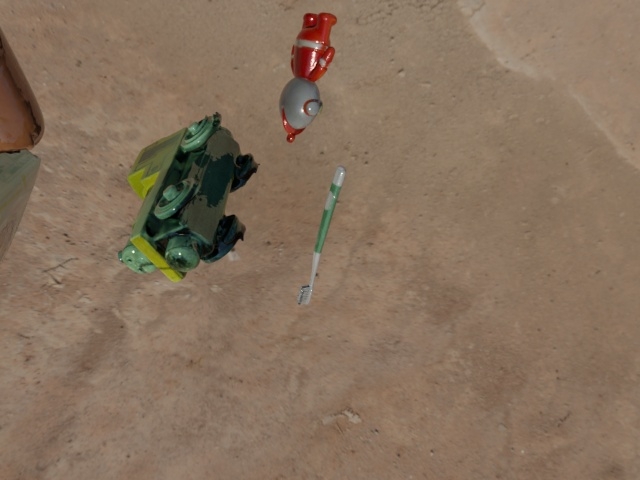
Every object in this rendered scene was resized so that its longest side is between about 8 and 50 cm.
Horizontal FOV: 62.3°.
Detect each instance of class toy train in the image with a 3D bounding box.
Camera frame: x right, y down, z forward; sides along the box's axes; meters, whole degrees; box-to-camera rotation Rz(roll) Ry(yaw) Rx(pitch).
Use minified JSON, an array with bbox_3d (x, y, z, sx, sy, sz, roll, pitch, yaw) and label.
[{"bbox_3d":[-0.249,-0.071,0.936,0.237,0.369,0.150,-23,126,20],"label":"toy train"}]

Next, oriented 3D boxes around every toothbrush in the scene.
[{"bbox_3d":[0.000,0.000,0.837,0.024,0.018,0.257,-5,125,-34],"label":"toothbrush"}]

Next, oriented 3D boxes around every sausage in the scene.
[{"bbox_3d":[-0.491,-0.259,0.726,0.121,0.121,0.304,-26,119,-13],"label":"sausage"}]

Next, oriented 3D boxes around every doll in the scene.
[{"bbox_3d":[-0.028,-0.306,1.009,0.076,0.142,0.245,4,106,-32],"label":"doll"}]

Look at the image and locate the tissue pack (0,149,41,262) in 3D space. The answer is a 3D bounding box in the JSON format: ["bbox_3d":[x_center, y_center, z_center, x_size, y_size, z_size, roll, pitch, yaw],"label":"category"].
[{"bbox_3d":[-0.608,0.007,0.834,0.162,0.388,0.287,26,107,-20],"label":"tissue pack"}]
